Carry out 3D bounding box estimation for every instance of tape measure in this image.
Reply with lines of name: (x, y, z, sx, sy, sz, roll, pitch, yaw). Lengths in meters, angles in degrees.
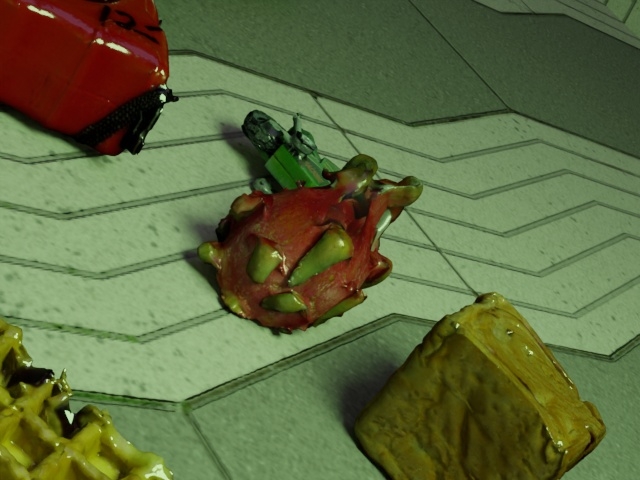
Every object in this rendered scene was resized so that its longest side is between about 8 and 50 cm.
tape measure: (-0.257, -0.203, 1.127, 0.253, 0.114, 0.260, 25, 25, -23)

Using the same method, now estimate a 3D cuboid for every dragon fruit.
dragon fruit: (0.000, 0.000, 1.095, 0.133, 0.208, 0.150, 56, -14, 8)

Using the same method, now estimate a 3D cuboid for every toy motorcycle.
toy motorcycle: (-0.004, -0.059, 1.255, 0.106, 0.074, 0.190, 14, 32, -55)

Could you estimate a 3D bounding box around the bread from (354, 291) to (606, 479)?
bread: (0.133, 0.144, 1.019, 0.158, 0.143, 0.149, 47, 28, 11)

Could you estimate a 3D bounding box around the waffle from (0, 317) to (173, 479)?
waffle: (-0.212, 0.120, 0.720, 0.283, 0.065, 0.309, 17, 36, -31)
